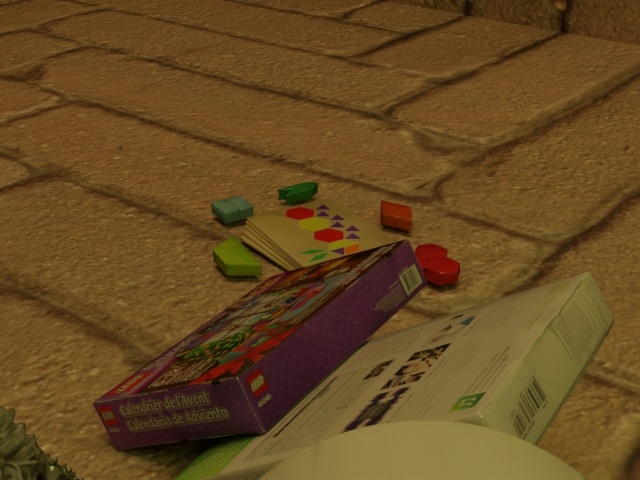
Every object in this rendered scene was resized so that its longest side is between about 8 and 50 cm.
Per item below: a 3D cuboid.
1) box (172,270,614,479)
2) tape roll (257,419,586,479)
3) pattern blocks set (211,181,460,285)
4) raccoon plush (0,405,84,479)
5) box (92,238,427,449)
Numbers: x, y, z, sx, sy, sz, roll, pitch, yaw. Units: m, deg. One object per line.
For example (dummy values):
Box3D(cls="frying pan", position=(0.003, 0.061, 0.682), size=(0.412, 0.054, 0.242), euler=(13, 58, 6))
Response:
Box3D(cls="box", position=(0.055, 0.135, 0.805), size=(0.322, 0.058, 0.232), euler=(-21, 9, 39))
Box3D(cls="tape roll", position=(0.058, 0.246, 0.548), size=(0.246, 0.246, 0.169), euler=(-1, 31, -1))
Box3D(cls="pattern blocks set", position=(0.000, 0.000, 1.283), size=(0.286, 0.026, 0.325), euler=(-10, 28, -19))
Box3D(cls="raccoon plush", position=(-0.256, 0.256, 0.691), size=(0.299, 0.446, 0.216), euler=(-22, 40, 52))
Box3D(cls="box", position=(-0.051, 0.098, 0.965), size=(0.201, 0.057, 0.293), euler=(-17, 12, 40))
